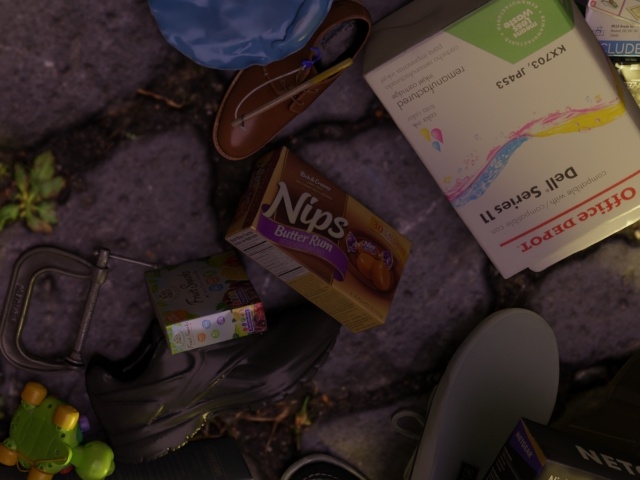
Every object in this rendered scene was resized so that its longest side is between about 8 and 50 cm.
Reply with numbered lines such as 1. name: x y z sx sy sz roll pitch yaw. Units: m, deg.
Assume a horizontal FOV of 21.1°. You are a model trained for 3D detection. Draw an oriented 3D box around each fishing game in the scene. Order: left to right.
1. fishing game: -0.079 -0.259 1.684 0.189 0.041 0.264 -33 96 0

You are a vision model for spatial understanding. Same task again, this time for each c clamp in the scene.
1. c clamp: -0.259 0.073 1.774 0.137 0.022 0.160 21 106 -7

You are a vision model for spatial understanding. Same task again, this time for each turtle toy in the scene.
1. turtle toy: -0.272 0.210 1.793 0.066 0.130 0.095 9 108 -60

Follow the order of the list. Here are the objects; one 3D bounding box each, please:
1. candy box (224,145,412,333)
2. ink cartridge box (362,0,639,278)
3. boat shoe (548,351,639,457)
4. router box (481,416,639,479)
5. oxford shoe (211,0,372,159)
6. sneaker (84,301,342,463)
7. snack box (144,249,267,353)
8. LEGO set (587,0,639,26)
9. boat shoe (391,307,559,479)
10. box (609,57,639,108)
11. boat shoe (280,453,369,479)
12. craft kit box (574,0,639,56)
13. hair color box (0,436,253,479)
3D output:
1. candy box: 0.000 0.000 1.783 0.187 0.053 0.109 38 55 -24
2. ink cartridge box: 0.220 -0.106 1.768 0.207 0.119 0.353 -30 116 17
3. boat shoe: 0.321 0.239 1.889 0.307 0.111 0.104 -31 132 -39
4. router box: 0.281 0.337 1.762 0.309 0.081 0.243 20 110 -24
5. oxford shoe: -0.031 -0.161 1.733 0.076 0.076 0.212 38 98 -26
6. sneaker: -0.113 0.123 1.803 0.286 0.109 0.130 -27 108 -6
7. snack box: -0.119 0.061 1.754 0.100 0.141 0.037 -15 114 -9
8. LEGO set: 0.362 -0.297 1.740 0.244 0.060 0.182 16 101 -19
9. boat shoe: 0.145 0.247 1.903 0.136 0.156 0.367 26 73 -18
10. box: 0.311 -0.168 1.840 0.083 0.018 0.067 0 130 -15
11. boat shoe: 0.058 0.369 1.943 0.114 0.091 0.302 -37 114 1
12. craft kit box: 0.389 -0.316 1.798 0.250 0.061 0.246 -1 112 -15
13. hair color box: -0.261 0.335 1.834 0.375 0.113 0.185 -6 111 -13
